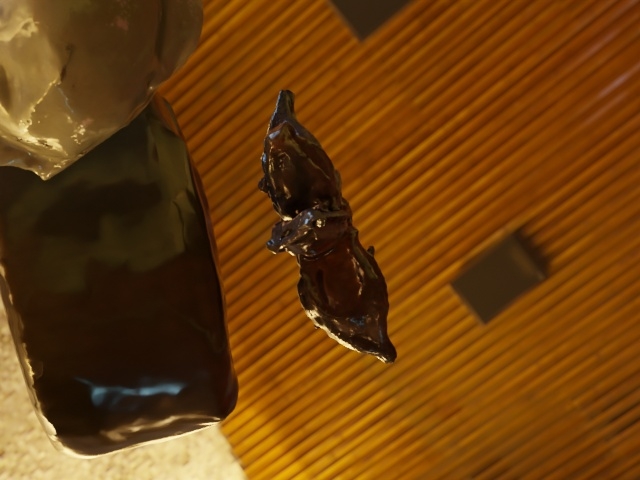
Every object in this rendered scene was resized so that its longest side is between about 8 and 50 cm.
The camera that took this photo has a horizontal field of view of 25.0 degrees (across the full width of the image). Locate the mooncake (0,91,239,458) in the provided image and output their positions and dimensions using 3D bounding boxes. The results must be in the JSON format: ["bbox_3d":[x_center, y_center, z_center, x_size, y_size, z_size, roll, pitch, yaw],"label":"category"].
[{"bbox_3d":[-0.154,0.016,1.071,0.284,0.155,0.284,165,90,-81],"label":"mooncake"}]

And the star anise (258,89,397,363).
[{"bbox_3d":[-0.005,-0.014,1.044,0.208,0.063,0.172,60,-170,-51],"label":"star anise"}]

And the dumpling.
[{"bbox_3d":[-0.131,-0.115,0.791,0.118,0.199,0.136,45,-163,33],"label":"dumpling"}]
